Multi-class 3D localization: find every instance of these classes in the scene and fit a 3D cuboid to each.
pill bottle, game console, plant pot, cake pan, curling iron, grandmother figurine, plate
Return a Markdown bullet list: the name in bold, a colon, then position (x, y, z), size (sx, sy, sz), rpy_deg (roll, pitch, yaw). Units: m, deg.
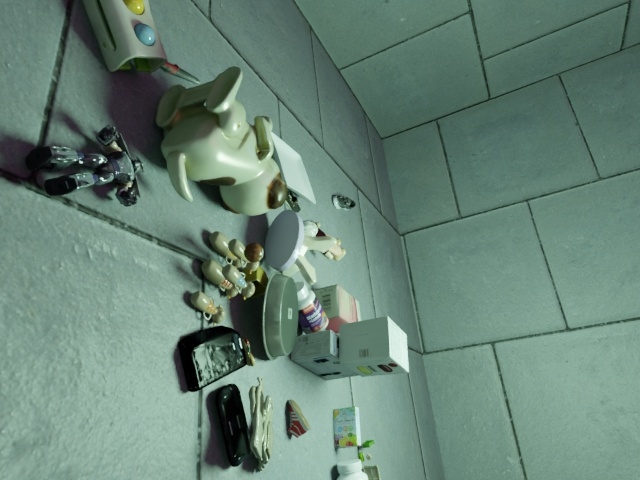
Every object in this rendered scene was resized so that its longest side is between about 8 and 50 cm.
- **pill bottle**: position (-0.055, 0.255, 1.658), size (0.194, 0.108, 0.108), rpy_deg (63, 24, -24)
- **game console**: position (-0.258, 0.413, 1.162), size (0.213, 0.043, 0.362), rpy_deg (-3, 77, -66)
- **plant pot**: position (-0.216, 0.124, 1.414), size (0.081, 0.081, 0.083), rpy_deg (51, 25, -44)
- **pill bottle**: position (0.122, 0.926, 1.595), size (0.121, 0.121, 0.216), rpy_deg (24, 52, -62)
- **cake pan**: position (-0.126, 0.246, 1.445), size (0.293, 0.054, 0.294), rpy_deg (0, 90, -80)
- **curling iron**: position (-0.460, -0.543, 1.352), size (0.274, 0.035, 0.068), rpy_deg (8, 68, -66)
- **grandmother figurine**: position (0.000, 0.000, 1.995), size (0.342, 0.104, 0.208), rpy_deg (33, 18, -54)
- **plate**: position (-0.131, -0.306, 1.909), size (0.277, 0.045, 0.278), rpy_deg (29, 38, -61)

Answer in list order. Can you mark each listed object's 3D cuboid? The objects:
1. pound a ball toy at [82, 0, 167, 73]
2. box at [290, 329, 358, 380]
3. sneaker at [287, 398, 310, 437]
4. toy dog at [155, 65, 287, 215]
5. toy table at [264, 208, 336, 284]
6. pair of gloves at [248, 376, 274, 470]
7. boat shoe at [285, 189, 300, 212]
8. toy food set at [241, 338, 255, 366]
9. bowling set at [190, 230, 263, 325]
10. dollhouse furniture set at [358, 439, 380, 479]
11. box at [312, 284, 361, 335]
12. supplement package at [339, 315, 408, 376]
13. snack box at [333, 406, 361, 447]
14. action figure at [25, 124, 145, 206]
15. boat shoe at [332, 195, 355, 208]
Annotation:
- **pound a ball toy**: position (-0.489, -0.617, 1.150), size (0.208, 0.135, 0.320), rpy_deg (-25, 99, -53)
- **box**: position (0.031, 0.441, 1.654), size (0.290, 0.169, 0.087), rpy_deg (48, 33, -48)
- **sneaker**: position (-0.089, 0.592, 1.447), size (0.118, 0.067, 0.042), rpy_deg (52, 10, 36)
- **toy dog**: position (-0.256, -0.239, 1.311), size (0.408, 0.284, 0.396), rpy_deg (48, 34, -50)
- **toy table**: position (-0.086, 0.027, 1.600), size (0.161, 0.252, 0.274), rpy_deg (38, 40, -33)
- **pair of gloves**: position (-0.169, 0.512, 1.220), size (0.240, 0.042, 0.204), rpy_deg (84, 2, -50)
- **boat shoe**: position (-0.119, -0.166, 1.891), size (0.133, 0.042, 0.049), rpy_deg (52, 29, -45)
- **toy food set**: position (-0.216, 0.329, 1.286), size (0.083, 0.020, 0.083), rpy_deg (155, -79, -70)
- **bowling set**: position (-0.230, 0.097, 1.254), size (0.154, 0.199, 0.287), rpy_deg (54, 33, -42)
- **dollhouse furniture set**: position (0.213, 0.937, 1.859), size (0.058, 0.076, 0.152), rpy_deg (18, 57, -63)
- **box**: position (0.074, 0.307, 1.900), size (0.232, 0.126, 0.149), rpy_deg (42, 37, -51)
- **supplement package**: position (0.197, 0.394, 1.602), size (0.203, 0.194, 0.149), rpy_deg (45, 38, -47)
- **snack box**: position (0.103, 0.731, 1.710), size (0.037, 0.100, 0.141), rpy_deg (45, 36, -48)
- **action figure**: position (-0.479, -0.157, 0.966), size (0.186, 0.099, 0.285), rpy_deg (66, 20, -6)
- **boat shoe**: position (0.142, -0.215, 2.490), size (0.228, 0.076, 0.080), rpy_deg (17, 59, -64)
